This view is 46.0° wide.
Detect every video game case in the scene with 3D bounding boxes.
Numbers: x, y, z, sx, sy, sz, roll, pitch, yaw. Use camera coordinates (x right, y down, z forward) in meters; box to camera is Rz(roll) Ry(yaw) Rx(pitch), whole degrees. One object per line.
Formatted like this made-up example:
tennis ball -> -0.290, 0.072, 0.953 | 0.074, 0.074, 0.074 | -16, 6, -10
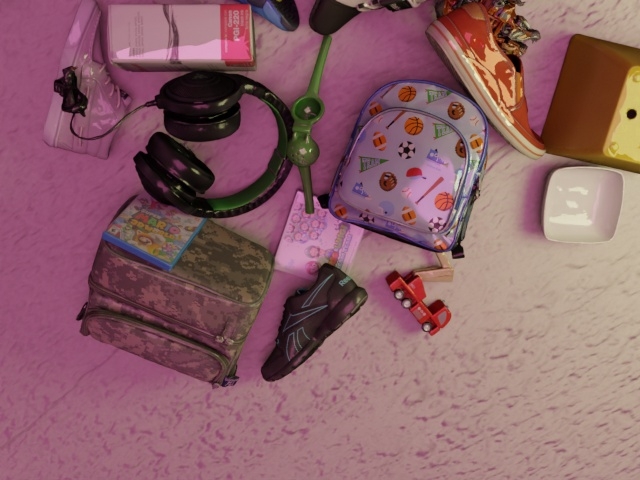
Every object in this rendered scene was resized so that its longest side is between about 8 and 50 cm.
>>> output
video game case -> 0.000, 0.000, 1.385 | 0.143, 0.019, 0.157 | 17, 106, -8
video game case -> -0.267, -0.022, 1.232 | 0.119, 0.166, 0.015 | 26, 121, -2

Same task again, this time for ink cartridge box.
ink cartridge box -> -0.214, -0.319, 1.201 | 0.217, 0.158, 0.092 | -3, 97, -3

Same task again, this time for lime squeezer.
lime squeezer -> -0.012, -0.189, 1.267 | 0.058, 0.110, 0.310 | 13, 104, 31

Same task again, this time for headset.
headset -> -0.229, -0.179, 1.236 | 0.394, 0.185, 0.243 | 12, 113, -37

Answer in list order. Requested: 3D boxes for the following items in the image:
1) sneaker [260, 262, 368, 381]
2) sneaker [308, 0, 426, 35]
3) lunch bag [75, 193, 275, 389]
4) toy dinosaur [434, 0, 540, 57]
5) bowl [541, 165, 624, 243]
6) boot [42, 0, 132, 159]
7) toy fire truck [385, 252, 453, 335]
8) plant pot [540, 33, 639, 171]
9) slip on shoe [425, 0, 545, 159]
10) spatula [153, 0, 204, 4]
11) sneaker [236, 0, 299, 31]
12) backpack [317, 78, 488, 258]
sneaker -> -0.029, 0.155, 1.400 | 0.106, 0.101, 0.267 | 46, 108, 8
sneaker -> 0.120, -0.405, 1.163 | 0.330, 0.122, 0.146 | -37, 92, 34
lunch bag -> -0.252, 0.107, 1.317 | 0.305, 0.213, 0.256 | 22, 122, -8
toy dinosaur -> 0.257, -0.445, 1.203 | 0.218, 0.164, 0.322 | -36, 128, 24
bowl -> 0.469, -0.069, 1.370 | 0.142, 0.053, 0.142 | 2, 108, -4
boot -> -0.372, -0.264, 1.259 | 0.123, 0.095, 0.258 | 16, 112, -16
toy fire truck -> 0.198, 0.071, 1.402 | 0.135, 0.047, 0.192 | -39, 106, 7
plant pot -> 0.521, -0.215, 1.258 | 0.212, 0.187, 0.212 | 11, 105, -6
slip on shoe -> 0.295, -0.252, 1.235 | 0.101, 0.123, 0.331 | -39, 125, 10
spatula -> -0.277, -0.456, 1.178 | 0.242, 0.019, 0.168 | 23, 145, -16
sneaker -> -0.122, -0.418, 1.236 | 0.082, 0.069, 0.209 | -28, 117, 37
backpack -> 0.153, -0.131, 1.250 | 0.276, 0.213, 0.263 | 19, 89, 5
